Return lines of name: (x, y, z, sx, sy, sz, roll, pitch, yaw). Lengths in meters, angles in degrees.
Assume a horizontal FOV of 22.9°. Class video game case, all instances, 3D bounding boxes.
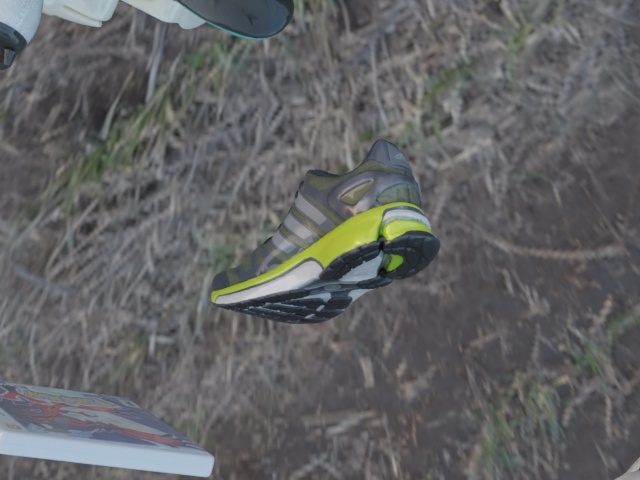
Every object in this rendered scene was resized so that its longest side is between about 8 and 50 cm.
video game case: (-0.220, 0.160, 1.385, 0.201, 0.183, 0.023, 13, 95, -33)

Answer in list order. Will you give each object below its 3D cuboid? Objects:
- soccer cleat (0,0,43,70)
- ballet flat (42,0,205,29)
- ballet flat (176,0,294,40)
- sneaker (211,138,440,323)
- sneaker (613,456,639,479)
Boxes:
soccer cleat: (-0.388, -0.239, 1.531, 0.116, 0.331, 0.143, 40, 62, -51)
ballet flat: (-0.226, -0.313, 1.757, 0.164, 0.482, 0.182, -49, 67, 30)
ballet flat: (-0.134, -0.284, 1.370, 0.280, 0.096, 0.095, 41, 67, 13)
sneaker: (0.000, 0.000, 1.551, 0.111, 0.121, 0.300, 18, 150, -39)
sneaker: (0.135, 0.195, 0.795, 0.094, 0.153, 0.235, 47, 117, 16)
